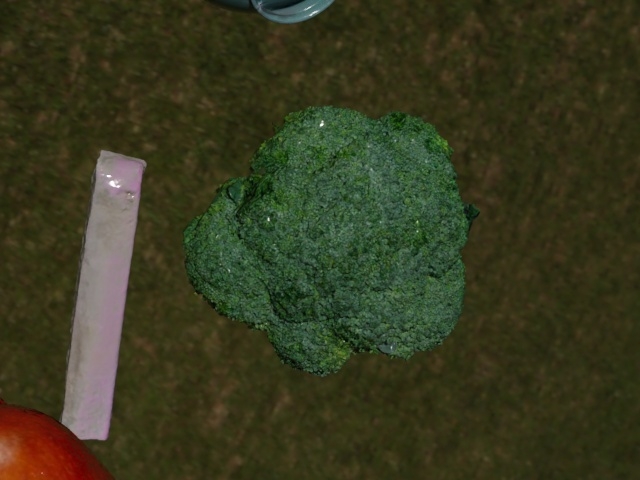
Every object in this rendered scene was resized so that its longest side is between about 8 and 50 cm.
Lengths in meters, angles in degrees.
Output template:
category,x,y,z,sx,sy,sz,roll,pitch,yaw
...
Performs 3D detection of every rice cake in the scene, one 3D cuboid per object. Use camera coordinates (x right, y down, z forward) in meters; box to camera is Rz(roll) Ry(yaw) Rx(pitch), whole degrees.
category,x,y,z,sx,sy,sz,roll,pitch,yaw
rice cake,-0.283,0.083,1.628,0.070,0.064,0.399,7,103,-13

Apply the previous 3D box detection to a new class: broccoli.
category,x,y,z,sx,sy,sz,roll,pitch,yaw
broccoli,0.000,0.000,1.199,0.269,0.269,0.254,6,88,-52

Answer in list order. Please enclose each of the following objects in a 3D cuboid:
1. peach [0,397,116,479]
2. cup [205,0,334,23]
category,x,y,z,sx,sy,sz,roll,pitch,yaw
peach,-0.289,0.302,0.956,0.370,0.370,0.370,-26,126,-42
cup,-0.093,-0.380,1.229,0.219,0.257,0.290,-30,142,-3
